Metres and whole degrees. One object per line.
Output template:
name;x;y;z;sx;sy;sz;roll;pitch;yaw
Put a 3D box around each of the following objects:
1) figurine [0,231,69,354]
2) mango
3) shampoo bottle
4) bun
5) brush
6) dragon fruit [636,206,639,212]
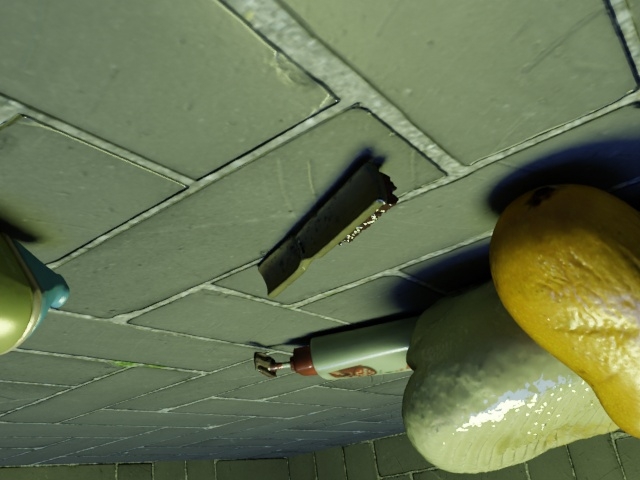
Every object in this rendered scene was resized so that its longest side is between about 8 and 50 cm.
figurine;-0.339;0.049;0.463;0.180;0.154;0.262;-23;156;20
mango;0.289;0.067;0.610;0.295;0.120;0.177;49;140;-11
shampoo bottle;0.039;0.189;1.003;0.284;0.071;0.153;-11;155;2
bun;0.275;0.171;0.852;0.365;0.219;0.365;-9;140;-8
brush;0.000;0.000;0.603;0.036;0.043;0.248;-3;157;-30
dragon fruit;0.384;0.021;0.670;0.136;0.133;0.166;-3;158;5
